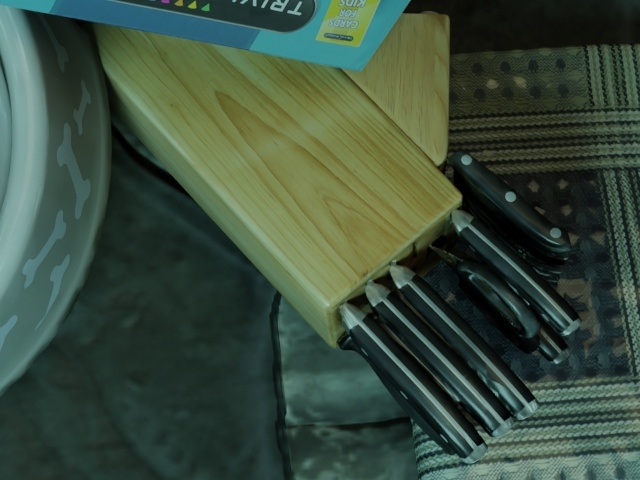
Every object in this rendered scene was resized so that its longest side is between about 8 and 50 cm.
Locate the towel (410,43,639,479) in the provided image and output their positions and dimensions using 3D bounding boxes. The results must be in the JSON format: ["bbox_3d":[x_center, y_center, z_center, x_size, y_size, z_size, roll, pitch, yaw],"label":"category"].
[{"bbox_3d":[0.203,0.031,0.963,0.324,0.056,0.312,-2,71,-8],"label":"towel"}]

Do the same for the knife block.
[{"bbox_3d":[0.000,0.000,0.883,0.275,0.088,0.242,3,71,3],"label":"knife block"}]

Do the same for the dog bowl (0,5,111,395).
[{"bbox_3d":[-0.282,-0.050,0.821,0.348,0.102,0.349,0,89,0],"label":"dog bowl"}]

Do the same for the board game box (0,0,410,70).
[{"bbox_3d":[-0.119,-0.244,0.854,0.253,0.079,0.336,6,44,-35],"label":"board game box"}]
